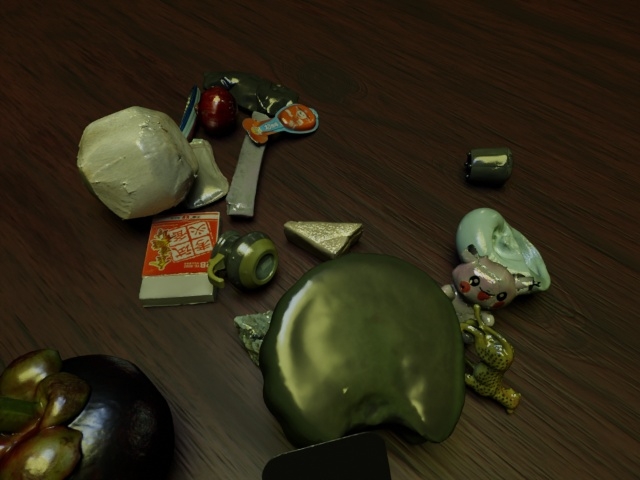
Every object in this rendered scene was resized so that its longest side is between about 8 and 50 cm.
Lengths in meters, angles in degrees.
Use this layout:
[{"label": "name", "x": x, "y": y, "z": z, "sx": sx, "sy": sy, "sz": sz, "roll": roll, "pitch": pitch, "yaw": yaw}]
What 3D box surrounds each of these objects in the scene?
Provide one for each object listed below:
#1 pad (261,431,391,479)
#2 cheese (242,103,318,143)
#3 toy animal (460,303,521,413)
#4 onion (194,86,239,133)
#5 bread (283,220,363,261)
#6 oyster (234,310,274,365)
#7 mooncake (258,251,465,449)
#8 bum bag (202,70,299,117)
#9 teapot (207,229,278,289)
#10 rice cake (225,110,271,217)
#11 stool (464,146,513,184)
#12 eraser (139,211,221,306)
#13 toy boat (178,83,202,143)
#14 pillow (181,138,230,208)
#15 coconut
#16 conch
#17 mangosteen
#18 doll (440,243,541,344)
[{"label": "pad", "x": 0.026, "y": 0.410, "z": 0.628, "sx": 0.181, "sy": 0.004, "sz": 0.266, "roll": -11, "pitch": 100, "yaw": -8}, {"label": "cheese", "x": -0.101, "y": -0.326, "z": 1.212, "sx": 0.256, "sy": 0.037, "sz": 0.106, "roll": -28, "pitch": 74, "yaw": -37}, {"label": "toy animal", "x": 0.306, "y": 0.214, "z": 0.784, "sx": 0.136, "sy": 0.181, "sz": 0.073, "roll": 30, "pitch": 41, "yaw": 33}, {"label": "onion", "x": -0.288, "y": -0.362, "z": 1.219, "sx": 0.131, "sy": 0.131, "sz": 0.131, "roll": 0, "pitch": 54, "yaw": 0}, {"label": "bread", "x": 0.006, "y": -0.018, "z": 1.000, "sx": 0.152, "sy": 0.077, "sz": 0.105, "roll": 31, "pitch": 64, "yaw": 17}, {"label": "oyster", "x": -0.080, "y": 0.195, "z": 0.861, "sx": 0.178, "sy": 0.064, "sz": 0.124, "roll": -5, "pitch": 50, "yaw": -5}, {"label": "mooncake", "x": 0.066, "y": 0.194, "z": 0.753, "sx": 0.352, "sy": 0.187, "sz": 0.350, "roll": 3, "pitch": 67, "yaw": -8}, {"label": "bum bag", "x": -0.221, "y": -0.447, "z": 1.308, "sx": 0.327, "sy": 0.079, "sz": 0.142, "roll": 23, "pitch": 54, "yaw": 17}, {"label": "teapot", "x": -0.171, "y": 0.045, "z": 0.923, "sx": 0.119, "sy": 0.130, "sz": 0.166, "roll": 20, "pitch": 35, "yaw": 30}, {"label": "rice cake", "x": -0.184, "y": -0.201, "z": 1.143, "sx": 0.073, "sy": 0.056, "sz": 0.364, "roll": 11, "pitch": 53, "yaw": -9}, {"label": "stool", "x": 0.427, "y": -0.191, "z": 1.117, "sx": 0.111, "sy": 0.096, "sz": 0.096, "roll": 1, "pitch": 54, "yaw": 7}, {"label": "eraser", "x": -0.310, "y": 0.036, "z": 0.987, "sx": 0.158, "sy": 0.038, "sz": 0.230, "roll": -3, "pitch": 54, "yaw": -3}, {"label": "toy boat", "x": -0.377, "y": -0.355, "z": 1.254, "sx": 0.046, "sy": 0.080, "sz": 0.228, "roll": 22, "pitch": 49, "yaw": -27}, {"label": "pillow", "x": -0.323, "y": -0.179, "z": 1.140, "sx": 0.131, "sy": 0.038, "sz": 0.232, "roll": -22, "pitch": 59, "yaw": -15}, {"label": "coconut", "x": -0.426, "y": -0.167, "z": 1.004, "sx": 0.248, "sy": 0.245, "sz": 0.244, "roll": -27, "pitch": 57, "yaw": 3}, {"label": "conch", "x": 0.388, "y": 0.029, "z": 0.941, "sx": 0.185, "sy": 0.121, "sz": 0.221, "roll": -21, "pitch": 65, "yaw": -22}, {"label": "mangosteen", "x": -0.372, "y": 0.288, "z": 0.644, "sx": 0.275, "sy": 0.302, "sz": 0.274, "roll": -9, "pitch": 52, "yaw": 12}, {"label": "doll", "x": 0.302, "y": 0.107, "z": 0.855, "sx": 0.149, "sy": 0.192, "sz": 0.095, "roll": 37, "pitch": 29, "yaw": 5}]
